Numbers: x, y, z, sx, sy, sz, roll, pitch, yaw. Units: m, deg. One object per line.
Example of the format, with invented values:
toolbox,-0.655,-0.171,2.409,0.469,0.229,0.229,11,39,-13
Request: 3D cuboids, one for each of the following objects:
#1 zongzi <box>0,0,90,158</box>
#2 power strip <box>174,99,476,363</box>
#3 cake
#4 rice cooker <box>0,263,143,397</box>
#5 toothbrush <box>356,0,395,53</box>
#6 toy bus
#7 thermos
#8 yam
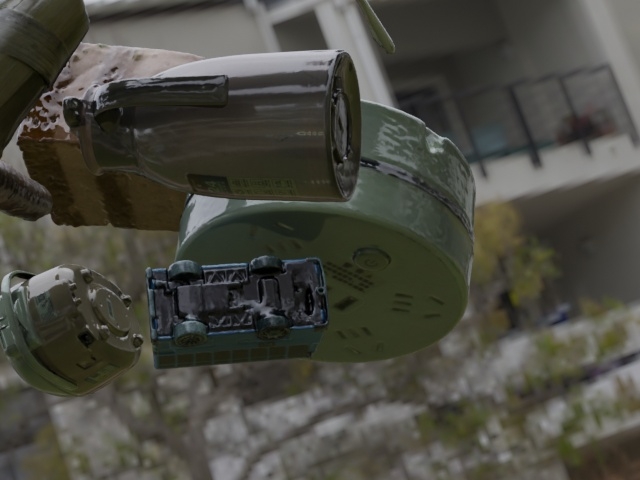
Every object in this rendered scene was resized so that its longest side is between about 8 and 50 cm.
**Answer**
zongzi,-0.381,-0.198,1.964,0.242,0.112,0.221,13,54,38
power strip,0.000,0.000,2.065,0.357,0.161,0.357,5,-32,3
cake,-0.225,-0.137,2.376,0.293,0.198,0.196,3,-40,15
rice cooker,-0.294,0.104,2.143,0.127,0.145,0.206,-26,-25,12
toothbrush,0.023,-0.223,1.608,0.022,0.017,0.204,-38,-38,1
toy bus,-0.087,0.076,1.901,0.185,0.090,0.106,-4,-29,-7
thermos,-0.078,-0.084,1.256,0.193,0.105,0.137,1,-12,13
yam,-0.306,-0.052,1.749,0.046,0.046,0.264,-20,-7,3
